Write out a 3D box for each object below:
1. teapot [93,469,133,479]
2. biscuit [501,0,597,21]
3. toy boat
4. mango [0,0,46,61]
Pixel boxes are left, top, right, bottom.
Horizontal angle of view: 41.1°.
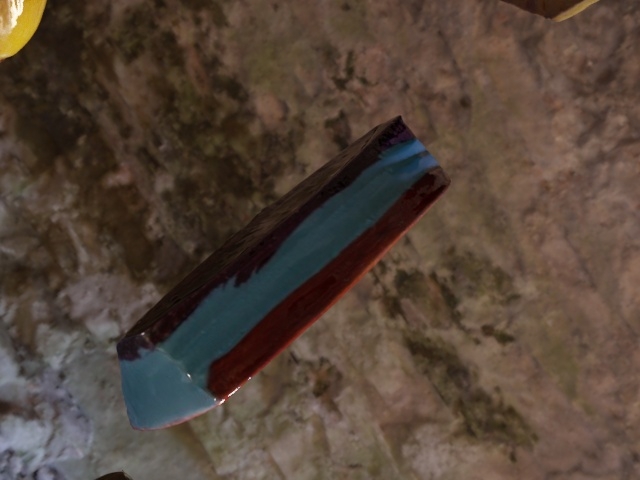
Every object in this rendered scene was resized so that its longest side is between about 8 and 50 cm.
[{"bbox_3d":[-0.224,0.257,0.845,0.085,0.080,0.110,53,-14,-21],"label":"teapot"},{"bbox_3d":[0.346,-0.492,1.205,0.359,0.046,0.359,11,-76,52],"label":"biscuit"},{"bbox_3d":[0.000,0.000,0.627,0.079,0.136,0.392,59,40,-10],"label":"toy boat"},{"bbox_3d":[-0.296,-0.272,0.694,0.109,0.157,0.262,-52,146,-58],"label":"mango"}]
